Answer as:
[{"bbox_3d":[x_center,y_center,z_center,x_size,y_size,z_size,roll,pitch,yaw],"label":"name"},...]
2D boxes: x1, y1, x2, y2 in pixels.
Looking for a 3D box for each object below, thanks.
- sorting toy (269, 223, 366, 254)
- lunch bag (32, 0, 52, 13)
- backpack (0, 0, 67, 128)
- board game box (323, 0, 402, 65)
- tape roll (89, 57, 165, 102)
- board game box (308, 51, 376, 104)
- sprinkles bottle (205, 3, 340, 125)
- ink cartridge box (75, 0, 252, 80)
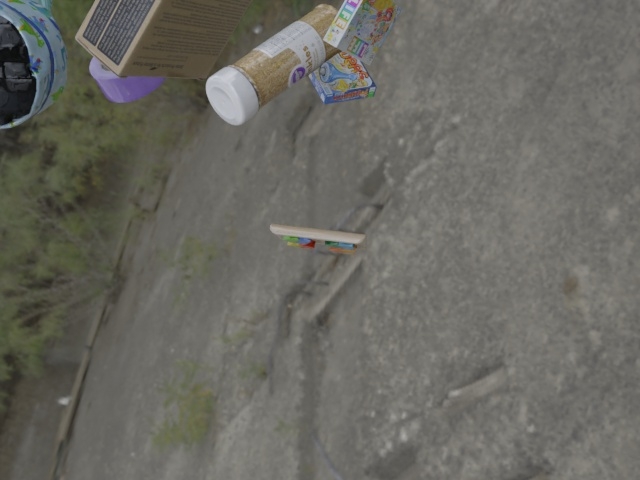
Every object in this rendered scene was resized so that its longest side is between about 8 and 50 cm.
[{"bbox_3d":[0.000,0.000,1.791,0.208,0.193,0.038,38,-121,-84],"label":"sorting toy"},{"bbox_3d":[-0.641,-0.523,1.820,0.279,0.107,0.224,5,107,65],"label":"lunch bag"},{"bbox_3d":[-0.632,-0.324,1.525,0.273,0.355,0.290,-39,-48,-62],"label":"backpack"},{"bbox_3d":[0.068,-0.334,1.331,0.103,0.026,0.154,-59,-19,13],"label":"board game box"},{"bbox_3d":[-0.483,-0.442,2.191,0.080,0.189,0.189,64,-156,-46],"label":"tape roll"},{"bbox_3d":[0.034,-0.420,2.099,0.035,0.136,0.201,106,144,-51],"label":"board game box"},{"bbox_3d":[-0.089,-0.395,1.915,0.355,0.121,0.121,-41,4,-27],"label":"sprinkles bottle"},{"bbox_3d":[-0.188,-0.316,1.144,0.193,0.088,0.234,-53,-10,19],"label":"ink cartridge box"}]
